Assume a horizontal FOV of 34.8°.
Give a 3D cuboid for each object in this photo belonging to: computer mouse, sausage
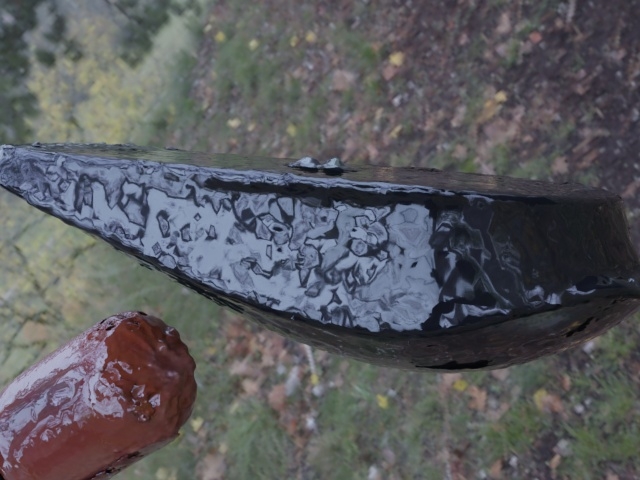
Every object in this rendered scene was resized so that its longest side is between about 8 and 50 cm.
[{"bbox_3d":[0.000,0.005,0.456,0.295,0.168,0.087,8,97,16],"label":"computer mouse"},{"bbox_3d":[-0.120,0.088,0.527,0.141,0.076,0.076,-30,36,31],"label":"sausage"}]
